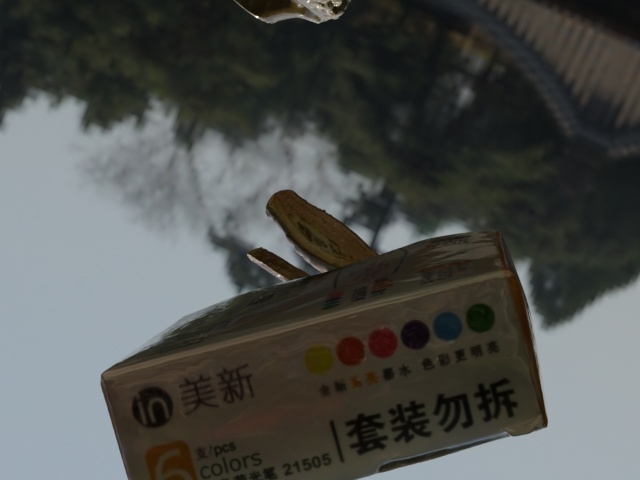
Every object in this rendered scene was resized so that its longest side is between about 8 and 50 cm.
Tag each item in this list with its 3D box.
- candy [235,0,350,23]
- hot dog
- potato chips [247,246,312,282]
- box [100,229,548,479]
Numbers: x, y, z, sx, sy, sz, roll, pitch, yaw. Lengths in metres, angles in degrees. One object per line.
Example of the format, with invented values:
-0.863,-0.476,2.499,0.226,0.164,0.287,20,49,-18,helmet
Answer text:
-0.008,-0.180,1.093,0.085,0.110,0.095,30,170,-37,candy
0.000,0.001,1.553,0.044,0.028,0.137,-34,-131,-25,hot dog
0.008,0.062,2.146,0.204,0.026,0.037,29,158,13,potato chips
0.013,0.067,1.051,0.221,0.091,0.274,-15,-177,7,box
